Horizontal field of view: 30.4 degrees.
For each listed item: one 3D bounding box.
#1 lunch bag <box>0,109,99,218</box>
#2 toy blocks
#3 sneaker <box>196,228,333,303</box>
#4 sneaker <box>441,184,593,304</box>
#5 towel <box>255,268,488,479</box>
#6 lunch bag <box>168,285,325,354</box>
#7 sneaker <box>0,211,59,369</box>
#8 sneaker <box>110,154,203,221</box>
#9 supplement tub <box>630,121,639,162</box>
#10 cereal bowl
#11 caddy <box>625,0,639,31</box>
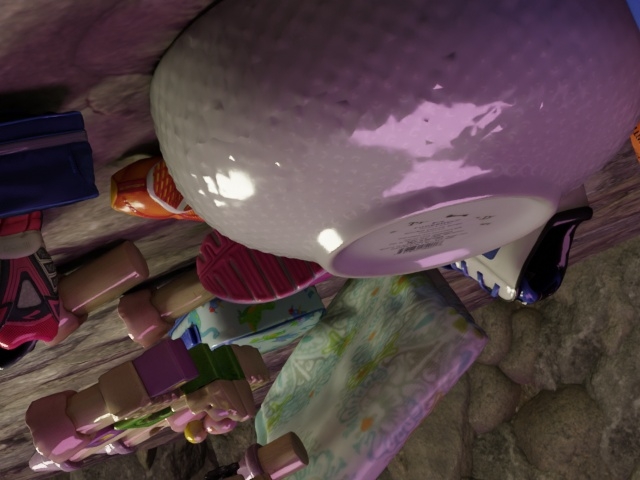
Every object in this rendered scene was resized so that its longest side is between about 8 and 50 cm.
[{"bbox_3d":[-0.192,-0.047,0.723,0.098,0.065,0.067,-14,-177,-34],"label":"lunch bag"},{"bbox_3d":[-0.202,0.194,1.216,0.260,0.309,0.288,-29,167,11],"label":"toy blocks"},{"bbox_3d":[0.000,0.000,1.186,0.252,0.103,0.111,-20,167,0],"label":"sneaker"},{"bbox_3d":[0.158,-0.001,1.258,0.316,0.182,0.127,-28,165,33],"label":"sneaker"},{"bbox_3d":[0.041,0.168,1.427,0.320,0.090,0.374,-53,-167,8],"label":"towel"},{"bbox_3d":[-0.102,0.103,1.528,0.176,0.090,0.219,-18,169,-22],"label":"lunch bag"},{"bbox_3d":[-0.299,0.068,0.961,0.121,0.112,0.299,-13,167,-33],"label":"sneaker"},{"bbox_3d":[-0.101,-0.044,0.950,0.067,0.064,0.175,-4,173,31],"label":"sneaker"},{"bbox_3d":[0.346,-0.072,0.727,0.194,0.193,0.316,-17,-162,-17],"label":"supplement tub"},{"bbox_3d":[0.065,-0.066,0.789,0.339,0.141,0.339,-13,164,-4],"label":"cereal bowl"},{"bbox_3d":[0.276,-0.201,0.547,0.341,0.179,0.241,-21,-167,4],"label":"caddy"}]
